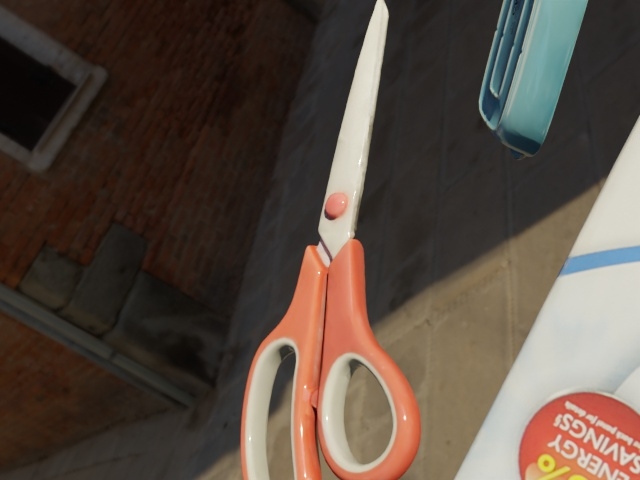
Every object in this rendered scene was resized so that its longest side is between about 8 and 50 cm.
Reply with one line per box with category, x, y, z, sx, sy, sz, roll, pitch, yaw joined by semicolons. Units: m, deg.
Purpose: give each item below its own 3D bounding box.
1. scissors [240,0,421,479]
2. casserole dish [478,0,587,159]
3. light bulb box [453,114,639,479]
scissors;0.000;0.000;0.457;0.109;0.021;0.297;-20;60;35
casserole dish;0.165;-0.157;0.652;0.114;0.037;0.188;-95;15;-64
light bulb box;0.292;0.106;0.385;0.358;0.225;0.361;28;96;35
